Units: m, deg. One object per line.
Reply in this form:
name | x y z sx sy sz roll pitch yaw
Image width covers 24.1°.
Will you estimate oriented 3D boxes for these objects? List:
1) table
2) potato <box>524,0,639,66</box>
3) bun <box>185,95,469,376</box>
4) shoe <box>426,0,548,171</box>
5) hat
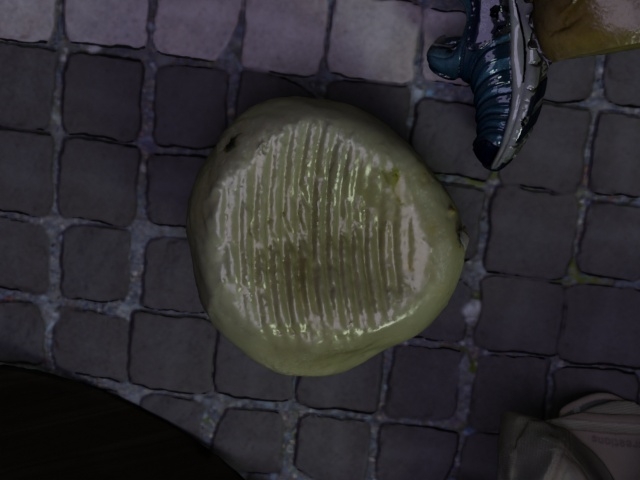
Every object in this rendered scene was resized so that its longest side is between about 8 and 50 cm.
table | -0.271 0.311 1.466 0.317 0.317 0.249 27 122 -3
potato | 0.297 -0.226 1.256 0.243 0.098 0.138 -8 92 -19
bun | 0.000 0.000 1.360 0.259 0.160 0.259 -1 97 -7
shoe | 0.149 -0.164 1.333 0.106 0.091 0.207 1 107 18
hat | 0.258 0.265 1.398 0.226 0.164 0.220 -6 106 -9
